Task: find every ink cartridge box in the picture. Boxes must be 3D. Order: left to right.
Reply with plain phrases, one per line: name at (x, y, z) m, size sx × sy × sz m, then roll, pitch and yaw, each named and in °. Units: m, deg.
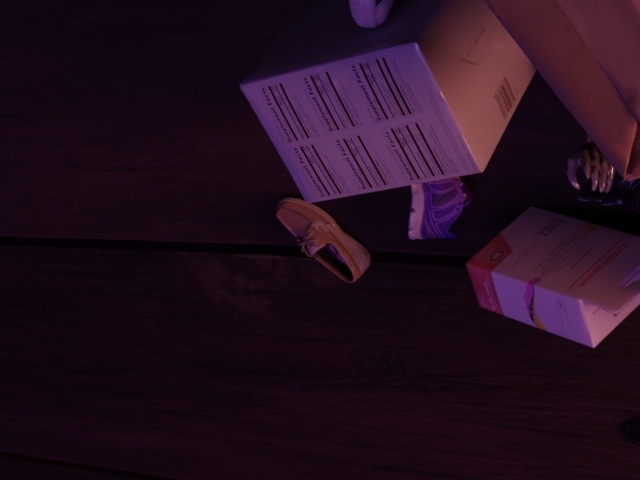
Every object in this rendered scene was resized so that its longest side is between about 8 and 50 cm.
ink cartridge box at (0.265, 0.040, 1.325) m, size 0.198 × 0.115 × 0.067 m, roll 20°, pitch 141°, yaw 48°

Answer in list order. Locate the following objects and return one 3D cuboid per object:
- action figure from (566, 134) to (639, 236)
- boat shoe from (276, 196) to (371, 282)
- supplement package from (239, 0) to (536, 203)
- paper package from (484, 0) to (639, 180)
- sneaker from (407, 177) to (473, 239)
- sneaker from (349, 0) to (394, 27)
action figure at (0.314, -0.089, 1.209) m, size 0.164 × 0.141 × 0.275 m, roll -4°, pitch 126°, yaw 19°
boat shoe at (0.000, 0.000, 1.543) m, size 0.135 × 0.045 × 0.050 m, roll 35°, pitch 137°, yaw -3°
supplement package at (0.072, -0.160, 1.242) m, size 0.203 × 0.194 × 0.149 m, roll -8°, pitch 123°, yaw 36°
paper package at (0.244, -0.265, 0.948) m, size 0.168 × 0.325 × 0.309 m, roll -24°, pitch 113°, yaw 42°
sneaker at (0.135, -0.066, 1.405) m, size 0.071 × 0.068 × 0.170 m, roll 6°, pitch 142°, yaw 6°
sneaker at (0.115, -0.293, 1.123) m, size 0.153 × 0.094 × 0.234 m, roll 13°, pitch 91°, yaw 5°
